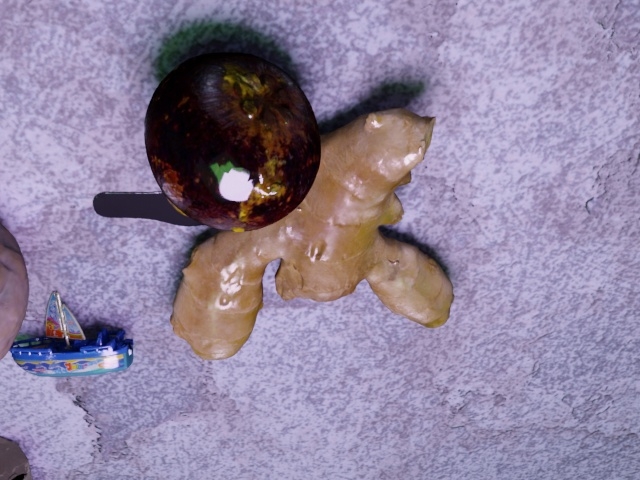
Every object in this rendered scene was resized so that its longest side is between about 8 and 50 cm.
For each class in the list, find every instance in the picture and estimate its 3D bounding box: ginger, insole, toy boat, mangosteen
[{"bbox_3d":[-0.015,-0.009,1.138,0.362,0.122,0.348,-2,128,3],"label":"ginger"},{"bbox_3d":[-0.198,-0.039,1.149,0.152,0.002,0.053,1,130,-8],"label":"insole"},{"bbox_3d":[-0.333,0.119,1.230,0.174,0.091,0.110,-5,97,2],"label":"toy boat"},{"bbox_3d":[-0.102,-0.091,1.009,0.192,0.192,0.217,17,147,-20],"label":"mangosteen"}]

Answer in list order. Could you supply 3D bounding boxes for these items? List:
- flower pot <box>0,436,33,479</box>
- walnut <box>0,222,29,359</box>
[{"bbox_3d":[-0.488,0.410,1.373,0.212,0.212,0.203,2,122,-8],"label":"flower pot"},{"bbox_3d":[-0.435,0.057,1.062,0.224,0.224,0.224,-3,130,-4],"label":"walnut"}]
